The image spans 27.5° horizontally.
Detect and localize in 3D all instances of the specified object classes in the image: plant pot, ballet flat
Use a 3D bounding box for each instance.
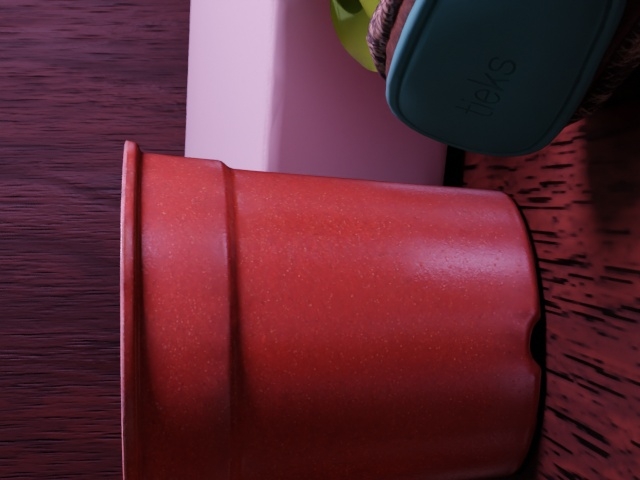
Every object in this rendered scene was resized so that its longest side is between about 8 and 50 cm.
[{"bbox_3d":[0.000,0.066,0.900,0.272,0.265,0.273,179,90,-84],"label":"plant pot"},{"bbox_3d":[0.112,-0.171,0.501,0.483,0.164,0.182,118,171,-79],"label":"ballet flat"}]

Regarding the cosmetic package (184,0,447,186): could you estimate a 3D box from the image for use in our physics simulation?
[{"bbox_3d":[-0.003,-0.194,1.066,0.230,0.161,0.453,-135,44,-60],"label":"cosmetic package"}]

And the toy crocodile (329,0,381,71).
[{"bbox_3d":[0.066,-0.219,0.745,0.105,0.115,0.340,44,158,22],"label":"toy crocodile"}]
